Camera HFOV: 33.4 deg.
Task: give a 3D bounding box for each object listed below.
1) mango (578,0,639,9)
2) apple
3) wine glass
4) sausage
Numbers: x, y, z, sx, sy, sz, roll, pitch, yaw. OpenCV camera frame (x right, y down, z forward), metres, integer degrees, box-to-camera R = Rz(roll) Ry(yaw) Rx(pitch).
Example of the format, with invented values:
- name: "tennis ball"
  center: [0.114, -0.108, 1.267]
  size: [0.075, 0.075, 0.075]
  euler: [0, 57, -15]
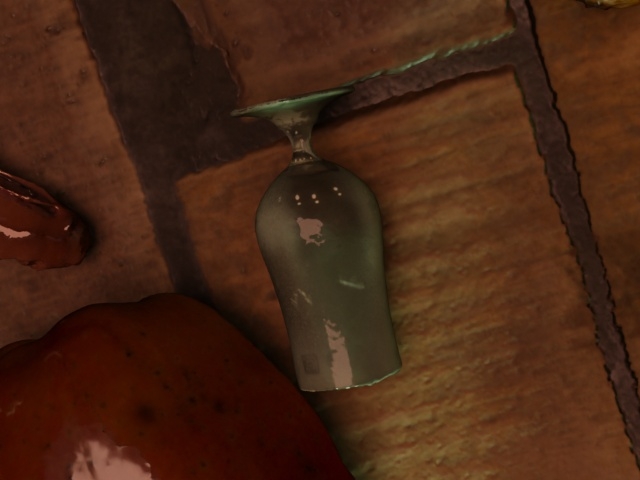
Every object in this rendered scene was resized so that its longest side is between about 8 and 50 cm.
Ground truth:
- name: "mango"
  center: [0.241, -0.306, 0.750]
  size: [0.177, 0.120, 0.295]
  euler: [26, 101, 9]
- name: "apple"
  center: [-0.148, 0.233, 0.881]
  size: [0.329, 0.295, 0.365]
  euler: [-24, 92, -16]
- name: "wine glass"
  center: [0.000, 0.000, 0.850]
  size: [0.103, 0.103, 0.231]
  euler: [-9, 96, 15]
- name: "sausage"
  center: [-0.344, -0.069, 0.941]
  size: [0.327, 0.079, 0.087]
  euler: [37, 77, 8]
